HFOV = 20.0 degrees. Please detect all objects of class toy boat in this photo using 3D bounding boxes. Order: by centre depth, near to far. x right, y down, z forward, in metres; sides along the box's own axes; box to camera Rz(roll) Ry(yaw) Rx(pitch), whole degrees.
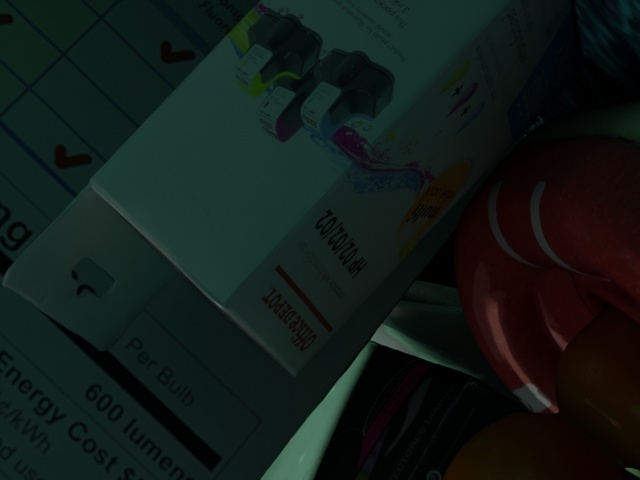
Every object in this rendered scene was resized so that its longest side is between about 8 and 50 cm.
[{"bbox_3d":[0.097,0.050,0.574,0.151,0.151,0.231,44,176,-6],"label":"toy boat"}]

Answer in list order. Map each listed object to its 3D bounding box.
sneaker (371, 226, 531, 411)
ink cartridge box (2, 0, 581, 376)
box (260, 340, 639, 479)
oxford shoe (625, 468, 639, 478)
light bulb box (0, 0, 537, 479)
[{"bbox_3d":[0.032,0.010,0.991,0.292,0.108,0.169,13,155,38],"label":"sneaker"},{"bbox_3d":[-0.003,-0.023,0.568,0.061,0.181,0.104,42,176,19],"label":"ink cartridge box"},{"bbox_3d":[0.051,0.151,0.821,0.143,0.165,0.270,32,175,-9],"label":"box"},{"bbox_3d":[0.215,0.214,1.185,0.397,0.146,0.140,42,176,30],"label":"oxford shoe"},{"bbox_3d":[-0.176,-0.016,0.716,0.358,0.361,0.225,44,150,-6],"label":"light bulb box"}]
